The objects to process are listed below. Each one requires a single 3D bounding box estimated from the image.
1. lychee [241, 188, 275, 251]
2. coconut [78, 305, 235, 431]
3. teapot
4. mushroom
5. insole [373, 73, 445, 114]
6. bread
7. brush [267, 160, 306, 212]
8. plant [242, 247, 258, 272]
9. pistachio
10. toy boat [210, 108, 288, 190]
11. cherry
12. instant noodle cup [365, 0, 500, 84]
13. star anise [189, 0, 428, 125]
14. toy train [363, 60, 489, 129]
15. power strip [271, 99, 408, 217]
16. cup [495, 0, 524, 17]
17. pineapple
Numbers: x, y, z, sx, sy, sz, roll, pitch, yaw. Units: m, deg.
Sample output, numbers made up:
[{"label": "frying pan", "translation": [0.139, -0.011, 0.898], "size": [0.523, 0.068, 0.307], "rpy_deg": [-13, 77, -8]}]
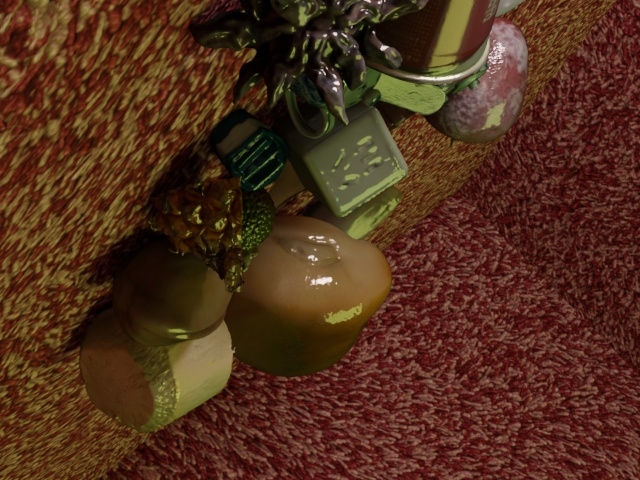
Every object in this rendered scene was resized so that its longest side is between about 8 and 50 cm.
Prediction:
[{"label": "lychee", "translation": [-0.129, -0.044, 2.067], "size": [0.114, 0.114, 0.146], "rpy_deg": [-51, -158, 40]}, {"label": "coconut", "translation": [-0.272, 0.191, 2.176], "size": [0.244, 0.239, 0.239], "rpy_deg": [-35, 168, -45]}, {"label": "teapot", "translation": [0.026, -0.239, 1.741], "size": [0.232, 0.159, 0.159], "rpy_deg": [-50, 169, 35]}, {"label": "mushroom", "translation": [-0.001, -0.006, 2.797], "size": [0.407, 0.137, 0.154], "rpy_deg": [-39, -146, 4]}, {"label": "insole", "translation": [0.111, -0.253, 2.030], "size": [0.232, 0.003, 0.080], "rpy_deg": [21, 121, -35]}, {"label": "bread", "translation": [-0.050, 0.122, 2.530], "size": [0.376, 0.347, 0.253], "rpy_deg": [123, -24, -57]}, {"label": "brush", "translation": [-0.057, -0.104, 2.308], "size": [0.327, 0.070, 0.065], "rpy_deg": [-45, -178, 19]}, {"label": "plant", "translation": [-0.165, 0.003, 2.194], "size": [0.116, 0.104, 0.122], "rpy_deg": [-28, 159, -24]}, {"label": "pistachio", "translation": [-0.231, 0.078, 1.978], "size": [0.162, 0.181, 0.293], "rpy_deg": [-63, 173, 17]}, {"label": "toy boat", "translation": [-0.106, -0.133, 1.927], "size": [0.096, 0.062, 0.299], "rpy_deg": [-44, 171, -1]}, {"label": "cherry", "translation": [0.290, -0.297, 2.421], "size": [0.212, 0.236, 0.285], "rpy_deg": [0, 128, -29]}, {"label": "instant noodle cup", "translation": [0.132, -0.334, 1.562], "size": [0.234, 0.235, 0.178], "rpy_deg": [-36, 160, -39]}, {"label": "star anise", "translation": [-0.003, -0.248, 1.430], "size": [0.282, 0.129, 0.212], "rpy_deg": [-12, 120, -16]}, {"label": "toy train", "translation": [0.158, -0.280, 2.212], "size": [0.221, 0.150, 0.304], "rpy_deg": [-37, 178, 36]}, {"label": "power strip", "translation": [0.019, -0.153, 1.997], "size": [0.140, 0.139, 0.224], "rpy_deg": [-34, -151, -5]}, {"label": "cup", "translation": [0.300, -0.488, 1.734], "size": [0.347, 0.163, 0.347], "rpy_deg": [-43, 172, -7]}, {"label": "pineapple", "translation": [-0.180, 0.000, 1.844], "size": [0.139, 0.164, 0.250], "rpy_deg": [-4, 179, -9]}]
